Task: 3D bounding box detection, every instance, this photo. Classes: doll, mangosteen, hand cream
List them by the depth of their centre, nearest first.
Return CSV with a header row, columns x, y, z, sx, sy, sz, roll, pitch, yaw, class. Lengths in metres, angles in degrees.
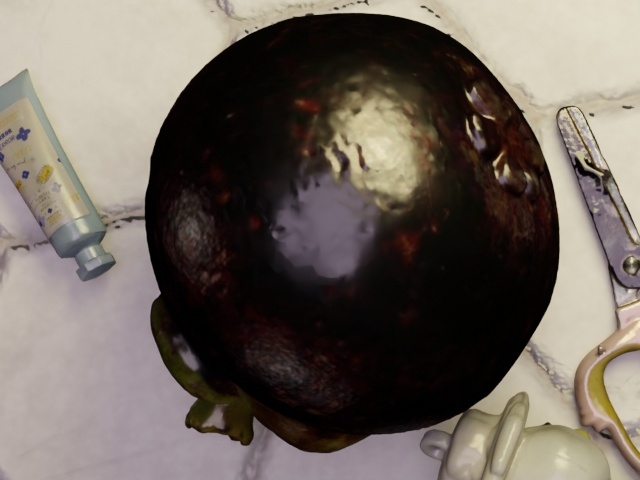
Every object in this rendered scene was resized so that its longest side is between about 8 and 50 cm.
x,y,z,sx,sy,sz,roll,pitch,yaw,class
0.010,-0.010,0.901,0.297,0.313,0.297,3,84,-33,mangosteen
0.209,0.198,0.933,0.293,0.138,0.119,22,69,9,doll
-0.215,-0.047,1.022,0.065,0.043,0.170,-32,83,5,hand cream

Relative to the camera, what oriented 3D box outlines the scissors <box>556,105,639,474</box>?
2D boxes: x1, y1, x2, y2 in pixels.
x,y,z,sx,sy,sz,roll,pitch,yaw,class
0.245,0.044,0.991,0.160,0.024,0.317,-23,86,4,scissors
